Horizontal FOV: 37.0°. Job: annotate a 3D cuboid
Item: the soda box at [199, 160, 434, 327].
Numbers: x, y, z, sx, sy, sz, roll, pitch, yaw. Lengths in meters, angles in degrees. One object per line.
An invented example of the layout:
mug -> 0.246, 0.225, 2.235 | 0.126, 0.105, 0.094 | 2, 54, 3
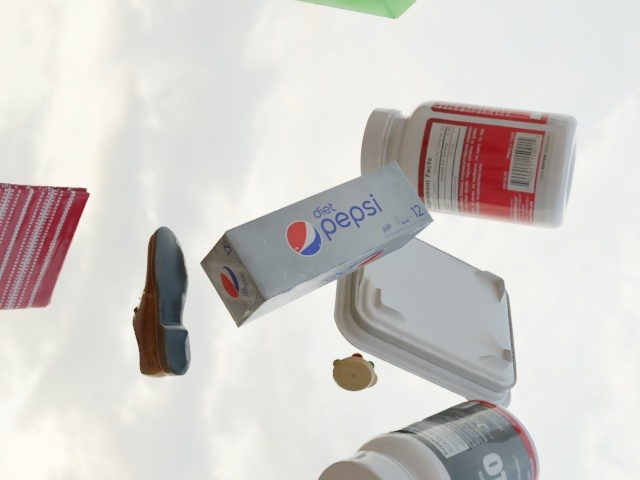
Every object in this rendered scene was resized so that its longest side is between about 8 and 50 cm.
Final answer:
soda box -> 0.000, 0.000, 1.184 | 0.098, 0.286, 0.091 | 58, -36, 10

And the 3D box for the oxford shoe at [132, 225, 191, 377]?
oxford shoe -> -0.227, 0.084, 1.310 | 0.076, 0.076, 0.212 | -13, -112, 29

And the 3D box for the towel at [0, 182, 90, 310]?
towel -> -0.437, 0.008, 1.211 | 0.031, 0.274, 0.199 | 43, -63, 36

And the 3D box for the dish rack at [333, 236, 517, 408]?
dish rack -> 0.185, 0.102, 1.545 | 0.072, 0.332, 0.286 | -52, -160, 38

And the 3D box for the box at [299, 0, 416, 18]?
box -> 0.015, -0.456, 1.337 | 0.126, 0.261, 0.231 | -29, -120, 60

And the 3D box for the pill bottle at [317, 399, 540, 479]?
pill bottle -> 0.134, 0.303, 1.182 | 0.161, 0.283, 0.161 | 7, -80, 41

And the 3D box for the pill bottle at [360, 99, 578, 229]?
pill bottle -> 0.297, -0.160, 1.922 | 0.407, 0.229, 0.229 | 9, -94, 18

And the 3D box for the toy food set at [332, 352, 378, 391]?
toy food set -> 0.063, 0.247, 1.788 | 0.020, 0.083, 0.083 | -82, 157, -61
